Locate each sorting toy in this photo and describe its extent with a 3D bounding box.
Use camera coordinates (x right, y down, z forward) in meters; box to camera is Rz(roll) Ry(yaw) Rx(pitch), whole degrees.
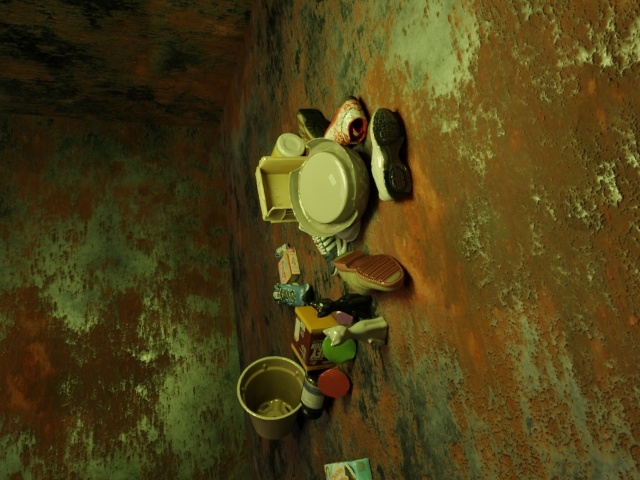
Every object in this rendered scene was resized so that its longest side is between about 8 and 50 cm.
[{"bbox_3d":[0.073,0.412,1.771,0.126,0.127,0.366,-59,-23,-76],"label":"sorting toy"}]

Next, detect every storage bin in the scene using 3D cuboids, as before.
[{"bbox_3d":[-0.129,-0.222,1.983,0.123,0.260,0.262,120,142,-57],"label":"storage bin"}]

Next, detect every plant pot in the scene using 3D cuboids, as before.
[{"bbox_3d":[-0.226,0.793,2.244,0.334,0.333,0.306,-116,22,-46],"label":"plant pot"}]

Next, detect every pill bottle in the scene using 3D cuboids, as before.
[{"bbox_3d":[-0.174,-0.393,2.234,0.246,0.136,0.136,128,136,-56],"label":"pill bottle"},{"bbox_3d":[-0.019,0.639,1.931,0.123,0.122,0.219,-125,40,-53],"label":"pill bottle"}]

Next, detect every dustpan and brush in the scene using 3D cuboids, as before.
[{"bbox_3d":[0.094,-0.028,1.731,0.147,0.060,0.211,37,119,47],"label":"dustpan and brush"}]

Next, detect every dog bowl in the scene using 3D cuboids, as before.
[{"bbox_3d":[0.033,-0.189,1.646,0.348,0.102,0.349,10,104,46],"label":"dog bowl"}]

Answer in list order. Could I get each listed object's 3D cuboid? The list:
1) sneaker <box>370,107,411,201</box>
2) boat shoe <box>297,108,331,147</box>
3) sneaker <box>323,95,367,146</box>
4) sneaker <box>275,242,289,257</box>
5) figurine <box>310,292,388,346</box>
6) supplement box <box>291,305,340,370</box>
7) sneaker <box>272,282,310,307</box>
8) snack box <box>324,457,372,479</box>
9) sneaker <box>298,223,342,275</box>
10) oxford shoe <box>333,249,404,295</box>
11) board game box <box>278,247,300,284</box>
[{"bbox_3d":[0.192,-0.258,1.409,0.129,0.111,0.297,151,117,-71],"label":"sneaker"},{"bbox_3d":[-0.023,-0.445,1.916,0.324,0.122,0.120,-109,22,-53],"label":"boat shoe"},{"bbox_3d":[0.086,-0.373,1.672,0.270,0.090,0.145,114,149,-41],"label":"sneaker"},{"bbox_3d":[-0.204,0.058,2.430,0.135,0.058,0.052,122,140,-52],"label":"sneaker"},{"bbox_3d":[0.091,0.266,1.534,0.215,0.209,0.092,-120,36,-49],"label":"figurine"},{"bbox_3d":[-0.024,0.403,1.922,0.191,0.129,0.194,-139,51,-60],"label":"supplement box"},{"bbox_3d":[-0.143,0.266,2.181,0.330,0.147,0.130,172,96,-67],"label":"sneaker"},{"bbox_3d":[0.109,0.926,1.718,0.322,0.060,0.187,126,138,-56],"label":"snack box"},{"bbox_3d":[0.000,0.000,1.813,0.099,0.153,0.282,164,103,-67],"label":"sneaker"},{"bbox_3d":[0.171,0.121,1.508,0.348,0.123,0.130,21,137,64],"label":"oxford shoe"},{"bbox_3d":[-0.163,0.146,2.352,0.193,0.045,0.147,124,139,-54],"label":"board game box"}]
